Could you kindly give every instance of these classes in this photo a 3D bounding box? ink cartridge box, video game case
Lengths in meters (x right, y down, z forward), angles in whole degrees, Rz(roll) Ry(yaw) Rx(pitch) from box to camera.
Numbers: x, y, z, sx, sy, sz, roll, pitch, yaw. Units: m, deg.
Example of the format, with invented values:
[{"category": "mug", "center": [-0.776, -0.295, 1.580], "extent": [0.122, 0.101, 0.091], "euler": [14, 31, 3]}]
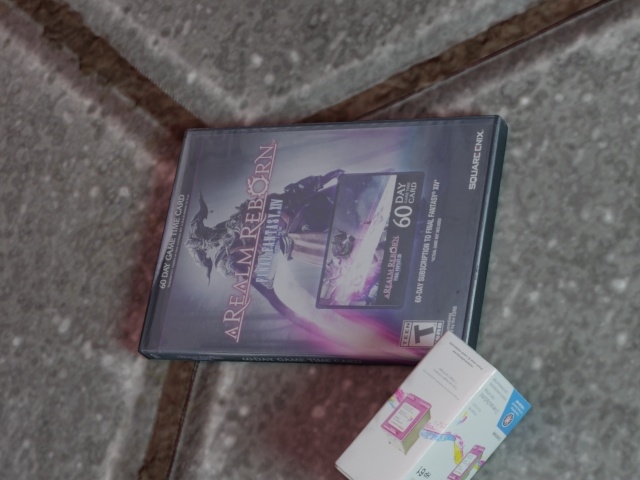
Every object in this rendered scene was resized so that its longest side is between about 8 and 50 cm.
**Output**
[{"category": "ink cartridge box", "center": [0.078, 0.134, 1.274], "extent": [0.122, 0.088, 0.052], "euler": [-49, 58, -2]}, {"category": "video game case", "center": [0.000, 0.000, 1.418], "extent": [0.274, 0.026, 0.196], "euler": [0, 66, 25]}]
